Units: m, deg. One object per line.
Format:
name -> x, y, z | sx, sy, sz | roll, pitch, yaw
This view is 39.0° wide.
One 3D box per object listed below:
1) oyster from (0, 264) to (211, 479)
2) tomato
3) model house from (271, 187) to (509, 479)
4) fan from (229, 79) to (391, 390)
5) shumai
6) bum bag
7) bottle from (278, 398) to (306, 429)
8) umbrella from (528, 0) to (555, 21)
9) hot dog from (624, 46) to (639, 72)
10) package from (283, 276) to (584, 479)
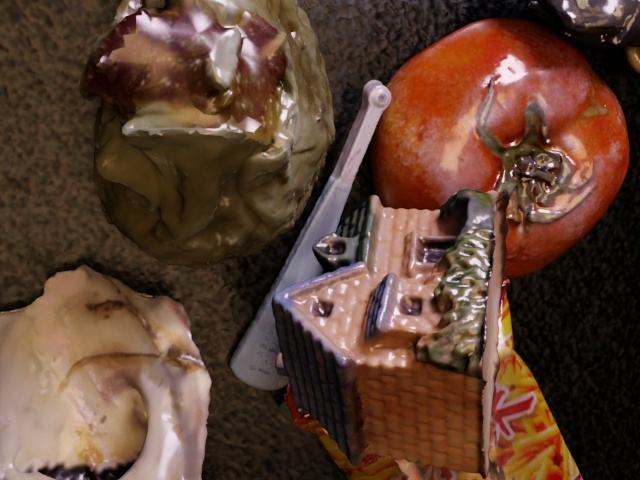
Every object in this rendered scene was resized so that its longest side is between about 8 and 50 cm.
oyster -> -0.176, 0.157, 0.714 | 0.275, 0.100, 0.271 | 7, 93, -3
tomato -> 0.164, -0.076, 0.774 | 0.236, 0.095, 0.237 | -2, 98, -14
model house -> 0.049, 0.056, 0.678 | 0.172, 0.183, 0.166 | 3, 137, 16
fan -> 0.000, 0.000, 0.764 | 0.057, 0.023, 0.282 | 22, 99, -17
shumai -> -0.070, -0.101, 0.654 | 0.189, 0.218, 0.256 | 3, 93, -9
bum bag -> 0.268, -0.195, 0.753 | 0.248, 0.102, 0.069 | 0, 123, -20
bottle -> 0.002, 0.127, 0.790 | 0.083, 0.030, 0.030 | -44, 105, -6
umbrella -> 0.240, -0.283, 0.795 | 0.050, 0.046, 0.188 | 31, 94, -12
hot dog -> 0.300, -0.184, 0.824 | 0.030, 0.034, 0.090 | 47, 67, -10
package -> 0.120, 0.199, 0.789 | 0.223, 0.108, 0.288 | -28, 92, -17
